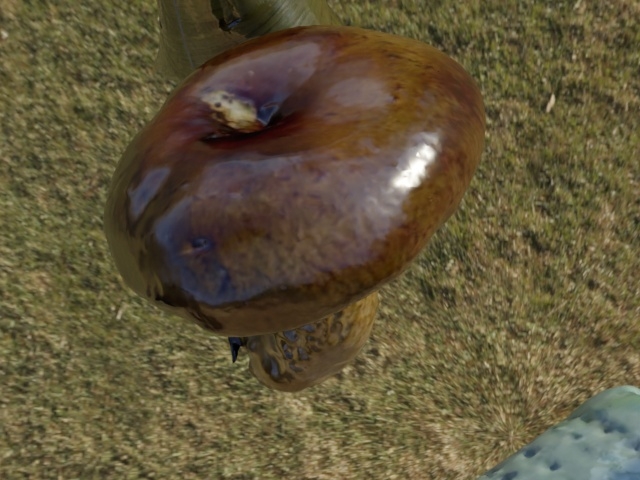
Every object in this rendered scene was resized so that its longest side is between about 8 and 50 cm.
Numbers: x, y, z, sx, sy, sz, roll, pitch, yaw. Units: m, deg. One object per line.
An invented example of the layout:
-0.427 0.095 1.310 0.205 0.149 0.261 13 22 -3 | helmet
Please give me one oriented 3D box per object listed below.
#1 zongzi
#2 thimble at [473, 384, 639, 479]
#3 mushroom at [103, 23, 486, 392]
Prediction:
-0.134 -0.246 0.834 0.300 0.286 0.138 15 65 38 | zongzi
0.175 0.196 0.492 0.149 0.211 0.185 -32 85 -7 | thimble
-0.005 -0.036 0.564 0.267 0.254 0.267 -12 63 25 | mushroom
